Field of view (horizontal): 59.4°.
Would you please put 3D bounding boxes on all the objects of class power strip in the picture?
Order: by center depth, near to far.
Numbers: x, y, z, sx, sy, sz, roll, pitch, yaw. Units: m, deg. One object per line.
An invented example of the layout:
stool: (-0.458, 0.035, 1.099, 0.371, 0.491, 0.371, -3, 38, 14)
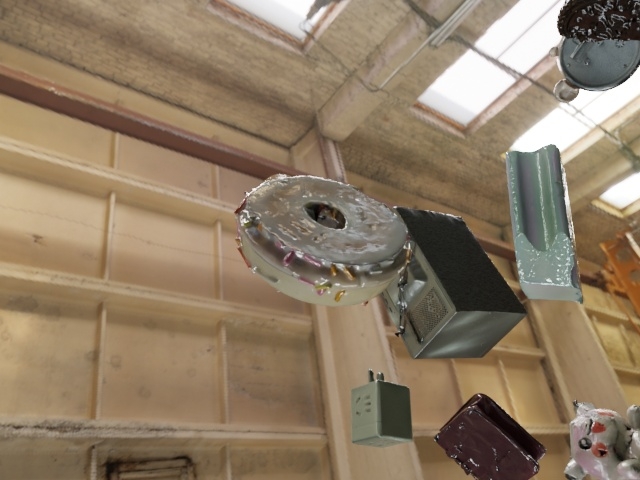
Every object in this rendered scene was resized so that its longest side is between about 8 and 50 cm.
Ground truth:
power strip: (0.181, 0.495, 1.689, 0.139, 0.140, 0.224, 20, -124, -28)

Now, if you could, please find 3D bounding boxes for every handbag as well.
handbag: (0.392, 0.482, 1.314, 0.203, 0.216, 0.074, 41, -134, 18)

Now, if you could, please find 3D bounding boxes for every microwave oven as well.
microwave oven: (0.366, 0.131, 1.779, 0.374, 0.236, 0.432, 6, -138, -32)

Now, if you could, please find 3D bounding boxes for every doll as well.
doll: (0.480, 0.324, 0.889, 0.095, 0.192, 0.149, 52, -127, -27)

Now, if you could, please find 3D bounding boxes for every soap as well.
soap: (0.357, -0.018, 0.904, 0.145, 0.091, 0.231, 33, -125, -57)

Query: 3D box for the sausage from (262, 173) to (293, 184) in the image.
sausage: (-0.102, -0.112, 1.481, 0.123, 0.123, 0.253, 38, -172, -13)

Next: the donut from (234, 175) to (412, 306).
donut: (0.000, 0.000, 1.192, 0.382, 0.142, 0.383, 12, -148, -7)

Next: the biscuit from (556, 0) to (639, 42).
biscuit: (0.258, -0.199, 0.493, 0.089, 0.087, 0.027, 20, -106, -14)

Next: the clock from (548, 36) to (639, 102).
clock: (0.547, -0.372, 1.102, 0.155, 0.229, 0.063, 36, -156, 0)
